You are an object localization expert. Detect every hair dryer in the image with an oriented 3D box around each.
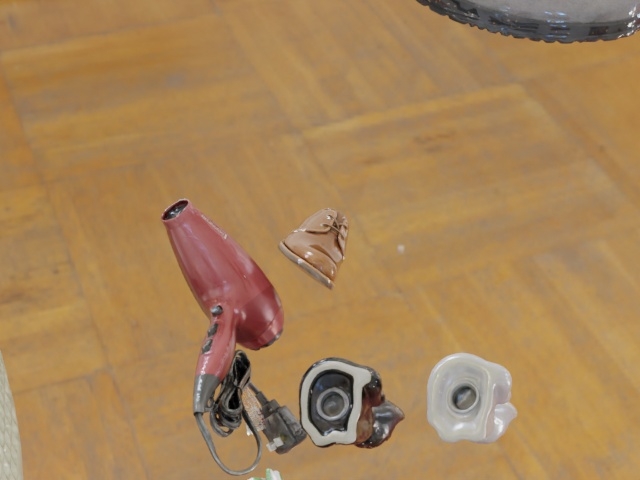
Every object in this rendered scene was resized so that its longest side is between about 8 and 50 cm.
[{"bbox_3d":[-0.090,0.091,1.241,0.080,0.223,0.293,-25,78,11],"label":"hair dryer"}]

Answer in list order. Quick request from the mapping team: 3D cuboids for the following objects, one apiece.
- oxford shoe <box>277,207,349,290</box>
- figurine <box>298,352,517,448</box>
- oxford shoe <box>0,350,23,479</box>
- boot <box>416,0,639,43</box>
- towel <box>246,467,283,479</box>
[{"bbox_3d":[0.000,0.000,1.373,0.076,0.076,0.212,39,9,-11],"label":"oxford shoe"},{"bbox_3d":[0.105,0.181,1.274,0.215,0.209,0.092,-4,75,13],"label":"figurine"},{"bbox_3d":[-0.288,-0.025,0.642,0.130,0.169,0.449,-28,75,-9],"label":"oxford shoe"},{"bbox_3d":[0.125,-0.297,0.959,0.338,0.222,0.118,14,28,2],"label":"boot"},{"bbox_3d":[0.014,0.382,1.132,0.038,0.325,0.248,-21,53,4],"label":"towel"}]
